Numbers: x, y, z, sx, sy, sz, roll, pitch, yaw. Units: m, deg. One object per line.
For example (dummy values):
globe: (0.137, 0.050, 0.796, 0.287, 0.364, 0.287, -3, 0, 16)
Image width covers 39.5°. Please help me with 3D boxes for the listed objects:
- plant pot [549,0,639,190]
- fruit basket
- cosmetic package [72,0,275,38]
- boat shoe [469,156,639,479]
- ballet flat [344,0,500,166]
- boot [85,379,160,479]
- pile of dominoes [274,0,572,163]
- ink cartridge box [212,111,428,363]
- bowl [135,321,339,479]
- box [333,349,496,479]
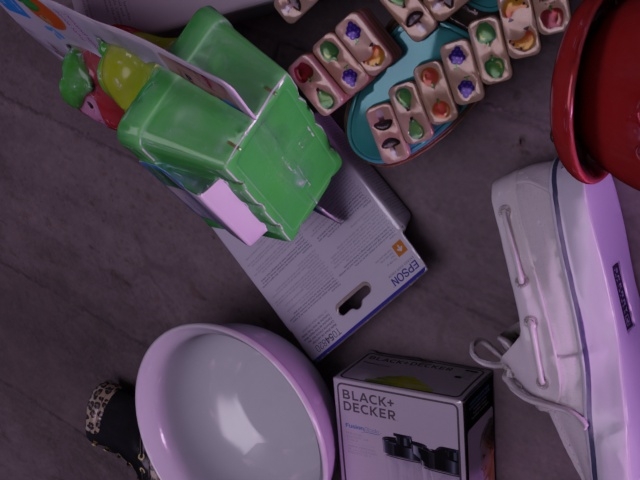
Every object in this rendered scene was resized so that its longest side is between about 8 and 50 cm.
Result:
plant pot: (0.296, -0.124, 0.730, 0.174, 0.191, 0.191, 13, 112, 35)
fruit basket: (-0.168, -0.131, 0.930, 0.353, 0.327, 0.165, 21, 77, 24)
cosmetic package: (-0.107, -0.334, 0.956, 0.365, 0.155, 0.197, -3, 104, 34)
boat shoe: (0.229, 0.105, 0.881, 0.156, 0.136, 0.367, -10, 96, 36)
ballet flat: (0.136, -0.223, 0.845, 0.116, 0.124, 0.342, 29, 121, 2)
boot: (-0.265, 0.331, 1.323, 0.178, 0.085, 0.237, 14, 106, 33)
pile of dominoes: (0.084, -0.199, 0.780, 0.251, 0.040, 0.196, -37, 96, 32)
ink cartridge box: (0.000, 0.000, 1.057, 0.223, 0.045, 0.224, -43, 79, 35)
bowl: (-0.083, 0.224, 1.131, 0.297, 0.134, 0.298, 12, 112, 32)
box: (0.114, 0.287, 1.046, 0.169, 0.087, 0.290, 6, 108, 32)
